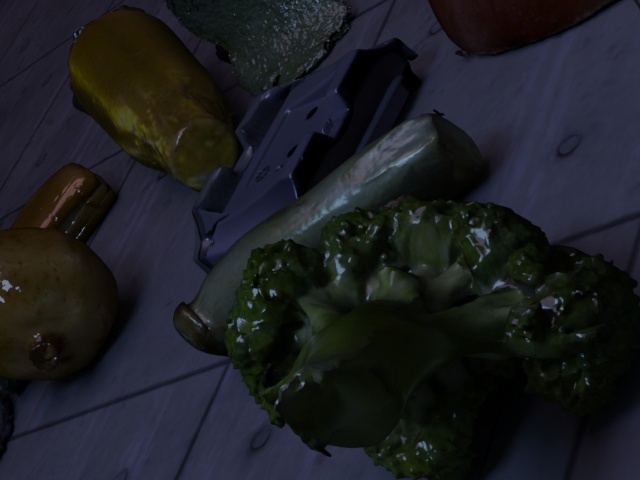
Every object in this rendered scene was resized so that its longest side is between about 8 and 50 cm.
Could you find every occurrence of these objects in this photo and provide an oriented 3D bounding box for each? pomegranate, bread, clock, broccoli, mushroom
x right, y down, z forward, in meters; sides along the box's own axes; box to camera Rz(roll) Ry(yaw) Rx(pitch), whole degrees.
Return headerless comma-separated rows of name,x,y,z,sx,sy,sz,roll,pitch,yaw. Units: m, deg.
pomegranate,-0.309,0.073,1.750,0.196,0.196,0.196,-40,25,23
bread,-0.350,-0.007,2.086,0.200,0.077,0.116,-53,31,-6
clock,-0.018,-0.082,1.571,0.186,0.083,0.253,-16,40,52
broccoli,0.077,0.083,1.047,0.254,0.186,0.302,-10,22,-9
mushroom,0.000,0.000,1.389,0.312,0.100,0.081,-39,62,25

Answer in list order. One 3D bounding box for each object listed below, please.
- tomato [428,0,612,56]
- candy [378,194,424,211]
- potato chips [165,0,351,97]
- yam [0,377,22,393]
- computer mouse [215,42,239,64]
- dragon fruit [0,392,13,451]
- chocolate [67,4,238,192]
tomato,0.204,-0.333,1.478,0.338,0.143,0.338,-38,26,22
candy,0.064,0.014,1.276,0.095,0.085,0.110,-43,18,-6
potato chips,-0.078,-0.254,1.884,0.059,0.228,0.167,-18,-39,-51
yam,-0.349,0.086,1.900,0.183,0.107,0.107,-56,23,-19
computer mouse,-0.050,-0.297,1.972,0.217,0.073,0.122,-43,24,19
dragon fruit,-0.499,0.228,1.825,0.221,0.204,0.283,-4,51,59
chocolate,-0.191,-0.150,1.933,0.162,0.162,0.445,-49,27,3
